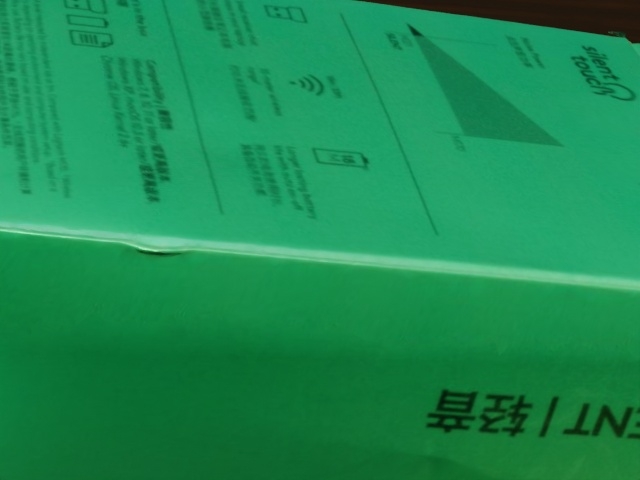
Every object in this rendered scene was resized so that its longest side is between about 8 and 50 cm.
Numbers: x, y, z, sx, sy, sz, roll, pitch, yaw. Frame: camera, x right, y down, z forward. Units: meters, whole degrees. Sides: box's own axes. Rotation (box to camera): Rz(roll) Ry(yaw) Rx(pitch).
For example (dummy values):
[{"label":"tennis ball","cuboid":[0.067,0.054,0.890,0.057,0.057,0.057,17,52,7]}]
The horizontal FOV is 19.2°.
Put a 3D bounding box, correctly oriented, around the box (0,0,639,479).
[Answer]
[{"label":"box","cuboid":[0.000,0.000,0.711,0.311,0.118,0.205,5,34,-18]}]
